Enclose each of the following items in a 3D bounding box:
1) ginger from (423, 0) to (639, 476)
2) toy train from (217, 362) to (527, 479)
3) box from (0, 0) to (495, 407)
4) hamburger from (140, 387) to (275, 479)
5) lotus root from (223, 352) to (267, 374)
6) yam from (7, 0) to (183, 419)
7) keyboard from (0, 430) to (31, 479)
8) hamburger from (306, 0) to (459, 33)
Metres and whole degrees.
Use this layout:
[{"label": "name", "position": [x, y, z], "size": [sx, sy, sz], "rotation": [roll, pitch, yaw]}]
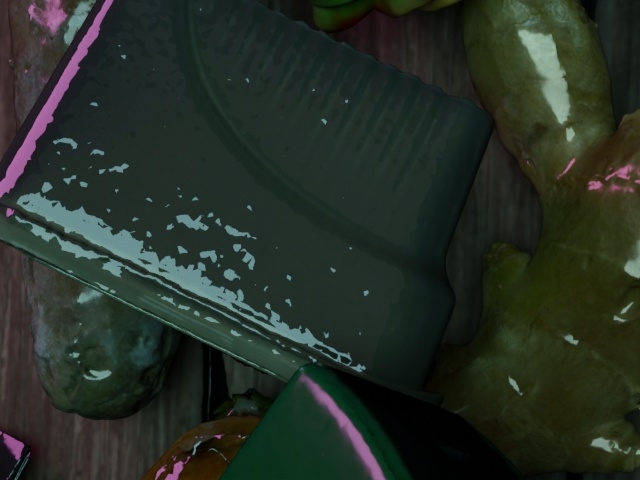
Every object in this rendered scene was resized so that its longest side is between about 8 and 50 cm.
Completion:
[{"label": "ginger", "position": [0.205, 0.025, 0.732], "size": [0.363, 0.122, 0.348], "rotation": [19, 101, 23]}, {"label": "toy train", "position": [0.054, 0.216, 0.638], "size": [0.249, 0.429, 0.178], "rotation": [-57, 36, 12]}, {"label": "box", "position": [-0.034, -0.026, 0.696], "size": [0.274, 0.138, 0.178], "rotation": [25, 84, -1]}, {"label": "hamburger", "position": [-0.050, 0.214, 0.789], "size": [0.183, 0.130, 0.206], "rotation": [43, 95, 8]}, {"label": "lotus root", "position": [0.000, 0.000, 0.803], "size": [0.108, 0.094, 0.191], "rotation": [34, 94, -21]}, {"label": "yam", "position": [-0.141, -0.048, 0.823], "size": [0.133, 0.133, 0.330], "rotation": [2, 92, 13]}, {"label": "keyboard", "position": [-0.270, 0.219, 0.866], "size": [0.074, 0.015, 0.196], "rotation": [19, 76, 33]}, {"label": "hamburger", "position": [0.048, -0.235, 0.752], "size": [0.149, 0.237, 0.237], "rotation": [16, 92, -27]}]
